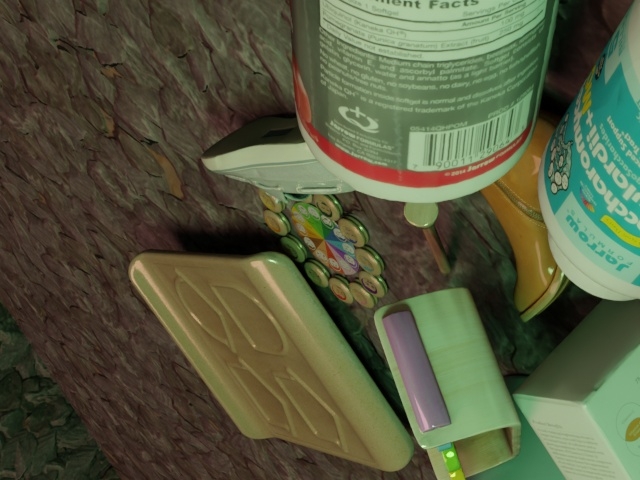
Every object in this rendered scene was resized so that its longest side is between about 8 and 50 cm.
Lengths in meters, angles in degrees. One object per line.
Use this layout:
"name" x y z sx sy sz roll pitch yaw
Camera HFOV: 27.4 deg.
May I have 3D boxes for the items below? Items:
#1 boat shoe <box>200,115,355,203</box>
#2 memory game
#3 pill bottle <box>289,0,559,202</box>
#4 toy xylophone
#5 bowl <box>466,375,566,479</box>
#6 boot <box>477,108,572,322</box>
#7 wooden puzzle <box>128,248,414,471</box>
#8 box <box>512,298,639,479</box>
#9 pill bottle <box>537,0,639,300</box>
"boat shoe" -0.036 -0.071 1.275 0.227 0.079 0.081 1 125 55
"memory game" 0.000 0.000 1.407 0.186 0.012 0.186 37 154 22
"pill bottle" 0.065 -0.181 0.817 0.176 0.176 0.318 37 154 23
"toy xylophone" 0.105 0.105 1.135 0.323 0.081 0.236 65 -174 -64
"bowl" 0.232 0.301 1.294 0.311 0.163 0.311 37 153 23
"boot" 0.151 -0.035 1.032 0.152 0.073 0.197 38 142 18
"wooden puzzle" -0.057 0.130 1.631 0.348 0.080 0.322 -3 126 55
"box" 0.260 0.150 1.053 0.170 0.130 0.091 56 156 -16
"pill bottle" 0.219 -0.055 0.789 0.146 0.146 0.264 42 155 12
